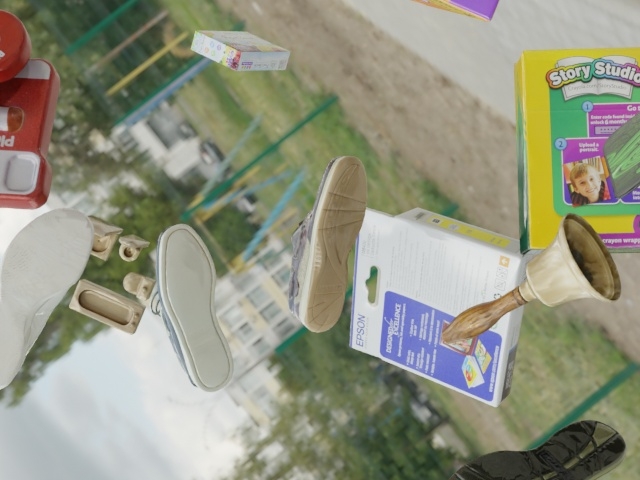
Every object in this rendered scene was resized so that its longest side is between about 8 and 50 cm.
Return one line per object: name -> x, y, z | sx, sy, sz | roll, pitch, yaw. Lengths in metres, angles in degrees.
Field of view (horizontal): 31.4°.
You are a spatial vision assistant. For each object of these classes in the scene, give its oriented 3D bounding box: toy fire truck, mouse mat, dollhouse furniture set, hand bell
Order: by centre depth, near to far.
mouse mat -> 0.337, -0.123, 1.043 | 0.007, 0.189, 0.153 | 42, -157, -12
hand bell -> 0.257, 0.075, 1.495 | 0.126, 0.242, 0.126 | 34, -141, -33
toy fire truck -> -0.505, -0.166, 1.543 | 0.169, 0.302, 0.254 | 88, -175, -68
dollhouse furniture set -> -0.342, 0.059, 1.808 | 0.144, 0.151, 0.123 | 24, -177, 2

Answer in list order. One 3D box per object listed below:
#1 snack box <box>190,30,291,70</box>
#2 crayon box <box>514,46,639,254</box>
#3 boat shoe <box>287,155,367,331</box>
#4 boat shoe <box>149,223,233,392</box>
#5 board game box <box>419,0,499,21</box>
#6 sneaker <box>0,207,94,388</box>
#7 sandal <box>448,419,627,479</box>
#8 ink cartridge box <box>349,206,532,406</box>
snack box -> -0.130, -0.312, 1.873 | 0.100, 0.037, 0.141 | 27, -159, 27
crayon box -> 0.492, -0.140, 1.774 | 0.106, 0.362, 0.313 | 71, -161, -84
boat shoe -> 0.000, 0.000, 1.814 | 0.102, 0.285, 0.092 | -2, -164, -44
boat shoe -> -0.190, 0.094, 1.634 | 0.079, 0.095, 0.255 | 15, 128, 54
board game box -> 0.033, -0.472, 1.177 | 0.356, 0.356, 0.356 | 19, -168, -18
sneaker -> -0.315, 0.062, 1.219 | 0.080, 0.212, 0.094 | 30, 166, -4
sandal -> 0.320, 0.360, 1.672 | 0.086, 0.302, 0.120 | 95, 151, -43
ink cartridge box -> 0.203, 0.103, 1.987 | 0.307, 0.072, 0.304 | 22, 124, 29
